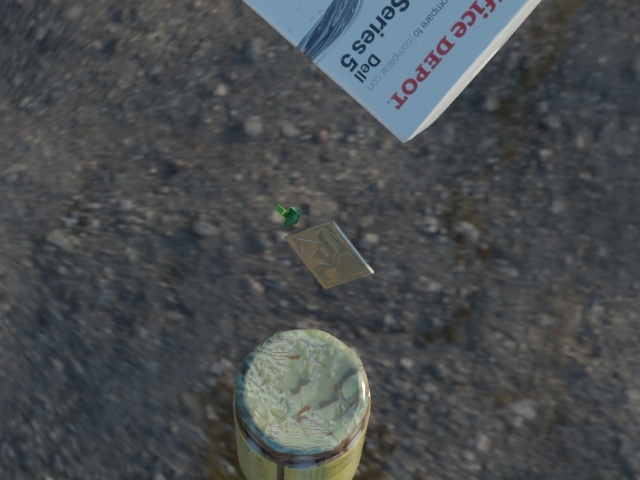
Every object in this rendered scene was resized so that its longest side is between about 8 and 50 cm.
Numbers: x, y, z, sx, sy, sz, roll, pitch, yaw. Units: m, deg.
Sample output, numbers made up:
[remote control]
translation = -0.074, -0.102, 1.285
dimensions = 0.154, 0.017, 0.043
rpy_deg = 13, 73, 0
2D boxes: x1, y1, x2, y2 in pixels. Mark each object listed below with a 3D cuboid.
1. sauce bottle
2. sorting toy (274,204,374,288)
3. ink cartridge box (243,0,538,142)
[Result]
[sauce bottle]
translation = -0.020, 0.171, 1.453
dimensions = 0.111, 0.344, 0.111
rpy_deg = 1, 70, -3
[sorting toy]
translation = 0.000, 0.000, 1.357
dimensions = 0.083, 0.062, 0.012
rpy_deg = 52, 49, -20
[ink cartridge box]
translation = 0.044, -0.247, 1.438
dimensions = 0.273, 0.115, 0.198
rpy_deg = 41, 109, 1
